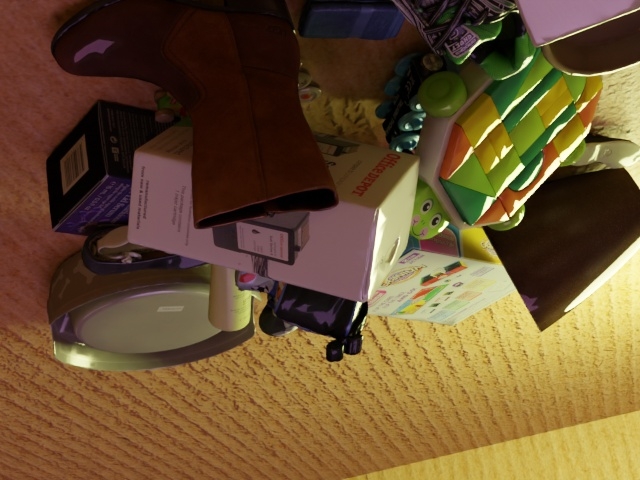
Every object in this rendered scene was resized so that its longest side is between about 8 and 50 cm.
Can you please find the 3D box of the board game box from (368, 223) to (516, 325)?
[{"bbox_3d":[0.184,0.055,2.072,0.316,0.064,0.242,10,148,-39],"label":"board game box"}]

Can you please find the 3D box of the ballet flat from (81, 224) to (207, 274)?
[{"bbox_3d":[-0.197,0.000,1.526,0.203,0.074,0.074,-9,156,1],"label":"ballet flat"}]

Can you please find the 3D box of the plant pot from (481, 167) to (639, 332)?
[{"bbox_3d":[0.382,-0.009,1.883,0.230,0.215,0.215,-29,153,7],"label":"plant pot"}]

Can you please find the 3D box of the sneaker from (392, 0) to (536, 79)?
[{"bbox_3d":[0.125,-0.269,1.243,0.134,0.146,0.343,-28,150,34],"label":"sneaker"}]

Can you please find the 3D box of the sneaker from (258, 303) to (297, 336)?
[{"bbox_3d":[-0.058,0.068,1.996,0.132,0.086,0.228,18,133,-39],"label":"sneaker"}]

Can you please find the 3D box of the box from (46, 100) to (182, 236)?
[{"bbox_3d":[-0.218,-0.077,1.563,0.207,0.108,0.153,8,149,-35],"label":"box"}]

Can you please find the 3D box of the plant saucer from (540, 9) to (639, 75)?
[{"bbox_3d":[0.356,-0.289,1.354,0.277,0.041,0.278,-20,152,-12],"label":"plant saucer"}]

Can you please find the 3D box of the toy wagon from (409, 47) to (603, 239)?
[{"bbox_3d":[0.201,-0.113,1.490,0.344,0.068,0.267,-47,140,-8],"label":"toy wagon"}]

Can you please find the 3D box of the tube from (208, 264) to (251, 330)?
[{"bbox_3d":[-0.122,0.017,1.724,0.062,0.070,0.240,-3,125,-13],"label":"tube"}]

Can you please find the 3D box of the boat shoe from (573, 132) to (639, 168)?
[{"bbox_3d":[0.404,-0.133,1.788,0.133,0.042,0.049,0,128,-24],"label":"boat shoe"}]

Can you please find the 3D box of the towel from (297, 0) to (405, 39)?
[{"bbox_3d":[0.036,-0.251,1.386,0.119,0.029,0.067,-3,154,-20],"label":"towel"}]

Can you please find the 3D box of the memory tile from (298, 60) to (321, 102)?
[{"bbox_3d":[-0.069,-0.189,1.496,0.113,0.012,0.148,-18,155,14],"label":"memory tile"}]

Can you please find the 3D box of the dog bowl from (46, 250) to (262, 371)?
[{"bbox_3d":[-0.259,0.095,1.928,0.348,0.102,0.349,-10,156,-4],"label":"dog bowl"}]

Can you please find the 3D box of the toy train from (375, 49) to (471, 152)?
[{"bbox_3d":[0.136,-0.175,1.541,0.105,0.080,0.184,-12,156,-19],"label":"toy train"}]

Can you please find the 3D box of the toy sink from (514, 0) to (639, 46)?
[{"bbox_3d":[0.222,-0.325,1.140,0.152,0.131,0.234,-20,128,17],"label":"toy sink"}]

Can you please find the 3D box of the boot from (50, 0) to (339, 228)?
[{"bbox_3d":[-0.135,-0.125,1.275,0.264,0.280,0.096,-5,149,-12],"label":"boot"}]

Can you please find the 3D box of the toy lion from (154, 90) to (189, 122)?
[{"bbox_3d":[-0.145,-0.167,1.475,0.096,0.034,0.100,2,157,-20],"label":"toy lion"}]

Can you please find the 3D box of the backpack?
[{"bbox_3d":[0.000,0.000,1.633,0.213,0.277,0.263,23,177,3],"label":"backpack"}]

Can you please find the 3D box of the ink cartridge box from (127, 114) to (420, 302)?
[{"bbox_3d":[-0.046,-0.046,1.367,0.272,0.115,0.198,14,-156,13],"label":"ink cartridge box"}]
